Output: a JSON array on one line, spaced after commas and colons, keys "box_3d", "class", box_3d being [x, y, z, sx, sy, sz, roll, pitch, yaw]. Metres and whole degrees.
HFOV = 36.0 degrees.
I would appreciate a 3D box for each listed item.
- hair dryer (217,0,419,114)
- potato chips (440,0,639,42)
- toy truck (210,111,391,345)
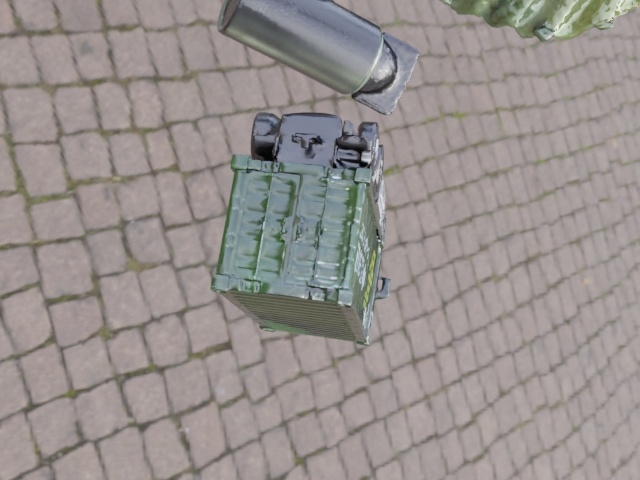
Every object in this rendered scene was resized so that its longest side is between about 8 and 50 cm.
[{"box_3d": [0.038, -0.271, 0.949, 0.195, 0.078, 0.248, 23, 95, -21], "class": "hair dryer"}, {"box_3d": [0.312, -0.459, 1.335, 0.373, 0.389, 0.097, 54, 14, -17], "class": "potato chips"}, {"box_3d": [0.000, 0.000, 0.658, 0.259, 0.088, 0.121, 63, 34, -77], "class": "toy truck"}]
